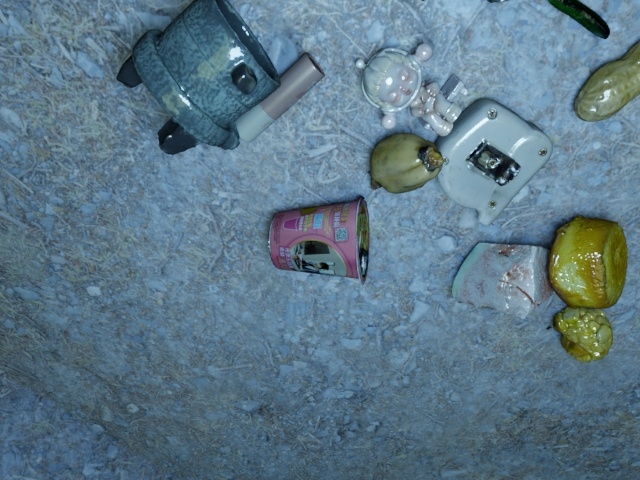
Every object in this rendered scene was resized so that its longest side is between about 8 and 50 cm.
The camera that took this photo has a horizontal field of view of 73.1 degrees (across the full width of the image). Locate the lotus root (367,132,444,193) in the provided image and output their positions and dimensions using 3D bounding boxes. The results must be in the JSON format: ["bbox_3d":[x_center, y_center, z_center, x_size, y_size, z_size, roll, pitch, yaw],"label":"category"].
[{"bbox_3d":[0.211,-0.189,1.064,0.154,0.257,0.140,31,79,-20],"label":"lotus root"}]

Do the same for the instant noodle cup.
[{"bbox_3d":[0.000,0.000,1.188,0.254,0.244,0.244,1,122,14],"label":"instant noodle cup"}]

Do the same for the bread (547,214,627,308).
[{"bbox_3d":[0.717,0.058,1.152,0.145,0.268,0.269,6,133,49],"label":"bread"}]

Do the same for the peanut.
[{"bbox_3d":[0.680,-0.364,0.971,0.108,0.095,0.226,38,116,-22],"label":"peanut"}]

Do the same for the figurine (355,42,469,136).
[{"bbox_3d":[0.204,-0.359,0.999,0.256,0.145,0.182,27,140,-14],"label":"figurine"}]

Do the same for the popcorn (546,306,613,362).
[{"bbox_3d":[0.823,0.281,1.335,0.163,0.140,0.194,-22,110,50],"label":"popcorn"}]

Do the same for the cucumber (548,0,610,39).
[{"bbox_3d":[0.565,-0.494,0.938,0.184,0.033,0.036,24,102,-12],"label":"cucumber"}]

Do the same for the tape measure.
[{"bbox_3d":[0.416,-0.195,1.080,0.265,0.130,0.258,27,122,-12],"label":"tape measure"}]

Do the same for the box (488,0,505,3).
[{"bbox_3d":[0.437,-0.599,0.834,0.274,0.138,0.178,-13,126,15],"label":"box"}]

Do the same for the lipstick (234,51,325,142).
[{"bbox_3d":[-0.107,-0.345,1.059,0.254,0.070,0.070,-35,113,23],"label":"lipstick"}]

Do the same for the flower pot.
[{"bbox_3d":[-0.254,-0.342,0.955,0.282,0.299,0.299,-32,115,13],"label":"flower pot"}]

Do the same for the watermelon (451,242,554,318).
[{"bbox_3d":[0.540,0.114,1.217,0.309,0.232,0.193,7,86,11],"label":"watermelon"}]
